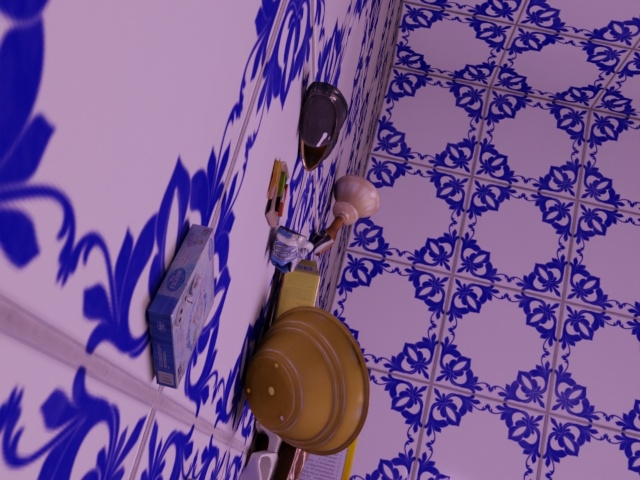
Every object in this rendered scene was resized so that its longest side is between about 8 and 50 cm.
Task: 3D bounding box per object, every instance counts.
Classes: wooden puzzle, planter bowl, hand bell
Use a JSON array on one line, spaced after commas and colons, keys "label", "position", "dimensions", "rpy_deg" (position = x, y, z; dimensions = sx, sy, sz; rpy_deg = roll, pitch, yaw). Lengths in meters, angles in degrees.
[{"label": "wooden puzzle", "position": [-0.052, -0.057, 0.898], "dimensions": [0.116, 0.014, 0.079], "rpy_deg": [66, 38, -83]}, {"label": "planter bowl", "position": [-0.042, 0.205, 1.000], "dimensions": [0.090, 0.217, 0.217], "rpy_deg": [-4, 111, -48]}, {"label": "hand bell", "position": [0.043, -0.040, 1.688], "dimensions": [0.242, 0.126, 0.126], "rpy_deg": [-56, 162, -45]}]

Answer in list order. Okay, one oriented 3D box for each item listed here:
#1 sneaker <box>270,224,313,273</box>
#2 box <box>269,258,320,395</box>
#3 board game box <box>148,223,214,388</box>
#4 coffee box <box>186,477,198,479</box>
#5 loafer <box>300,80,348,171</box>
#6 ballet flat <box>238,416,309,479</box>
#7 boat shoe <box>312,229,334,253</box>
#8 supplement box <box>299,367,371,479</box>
[{"label": "sneaker", "position": [-0.048, 0.016, 0.998], "dimensions": [0.058, 0.052, 0.135], "rpy_deg": [-64, 170, -3]}, {"label": "box", "position": [-0.052, 0.149, 1.130], "dimensions": [0.087, 0.058, 0.232], "rpy_deg": [-104, -154, -75]}, {"label": "board game box", "position": [-0.103, 0.050, 0.539], "dimensions": [0.090, 0.020, 0.090], "rpy_deg": [-71, 173, -45]}, {"label": "coffee box", "position": [-0.099, 0.424, 0.746], "dimensions": [0.119, 0.168, 0.297], "rpy_deg": [92, 12, -68]}, {"label": "loafer", "position": [0.000, -0.154, 0.978], "dimensions": [0.170, 0.062, 0.061], "rpy_deg": [89, 20, -67]}, {"label": "ballet flat", "position": [-0.090, 0.390, 1.280], "dimensions": [0.124, 0.116, 0.342], "rpy_deg": [65, 38, -51]}, {"label": "boat shoe", "position": [0.000, 0.000, 1.538], "dimensions": [0.046, 0.038, 0.125], "rpy_deg": [-35, 179, 14]}, {"label": "supplement box", "position": [-0.026, 0.449, 1.529], "dimensions": [0.195, 0.194, 0.357], "rpy_deg": [98, 7, -47]}]
